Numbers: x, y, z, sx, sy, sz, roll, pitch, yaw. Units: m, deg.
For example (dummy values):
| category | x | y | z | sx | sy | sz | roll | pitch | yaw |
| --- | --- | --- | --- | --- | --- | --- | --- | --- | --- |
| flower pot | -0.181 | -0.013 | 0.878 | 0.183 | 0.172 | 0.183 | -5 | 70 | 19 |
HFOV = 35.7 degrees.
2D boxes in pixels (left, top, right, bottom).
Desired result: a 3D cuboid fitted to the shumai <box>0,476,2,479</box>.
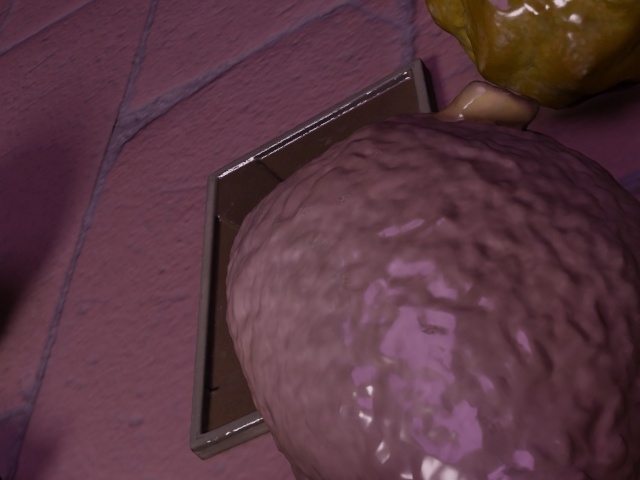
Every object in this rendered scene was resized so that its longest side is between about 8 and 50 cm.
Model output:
| category | x | y | z | sx | sy | sz | roll | pitch | yaw |
| --- | --- | --- | --- | --- | --- | --- | --- | --- | --- |
| shumai | -0.325 | 0.206 | 0.793 | 0.123 | 0.105 | 0.139 | -38 | 19 | -15 |

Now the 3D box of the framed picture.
| category | x | y | z | sx | sy | sz | roll | pitch | yaw |
| --- | --- | --- | --- | --- | --- | --- | --- | --- | --- |
| framed picture | 0.000 | 0.000 | 0.798 | 0.240 | 0.020 | 0.324 | -28 | 38 | 19 |

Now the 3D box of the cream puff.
| category | x | y | z | sx | sy | sz | roll | pitch | yaw |
| --- | --- | --- | --- | --- | --- | --- | --- | --- | --- |
| cream puff | 0.190 | -0.242 | 0.731 | 0.281 | 0.185 | 0.282 | -29 | 36 | 24 |

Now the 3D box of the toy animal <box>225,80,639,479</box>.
| category | x | y | z | sx | sy | sz | roll | pitch | yaw |
| --- | --- | --- | --- | --- | --- | --- | --- | --- | --- |
| toy animal | 0.068 | 0.033 | 0.522 | 0.226 | 0.188 | 0.358 | -29 | 32 | -2 |
